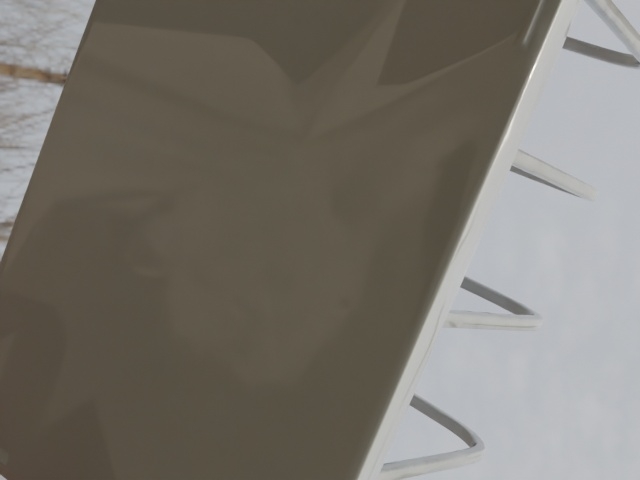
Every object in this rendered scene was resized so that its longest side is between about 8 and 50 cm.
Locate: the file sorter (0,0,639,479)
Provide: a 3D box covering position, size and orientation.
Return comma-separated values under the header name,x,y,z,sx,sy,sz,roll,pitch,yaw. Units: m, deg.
name,x,y,z,sx,sy,sz,roll,pitch,yaw
file sorter,0.000,0.000,0.423,0.192,0.173,0.278,26,-82,30
